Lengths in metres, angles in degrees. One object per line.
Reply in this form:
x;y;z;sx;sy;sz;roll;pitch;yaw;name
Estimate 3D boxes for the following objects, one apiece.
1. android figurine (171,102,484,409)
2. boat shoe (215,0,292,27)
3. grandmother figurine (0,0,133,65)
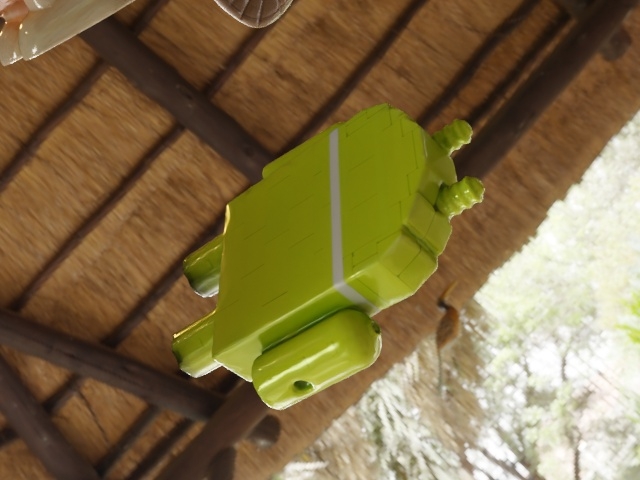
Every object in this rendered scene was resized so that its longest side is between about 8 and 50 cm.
0.000;0.000;0.634;0.273;0.248;0.056;-31;-52;25;android figurine
-0.153;-0.367;0.919;0.123;0.123;0.342;-45;-34;11;boat shoe
-0.216;-0.254;0.398;0.104;0.208;0.342;-42;-64;-27;grandmother figurine
